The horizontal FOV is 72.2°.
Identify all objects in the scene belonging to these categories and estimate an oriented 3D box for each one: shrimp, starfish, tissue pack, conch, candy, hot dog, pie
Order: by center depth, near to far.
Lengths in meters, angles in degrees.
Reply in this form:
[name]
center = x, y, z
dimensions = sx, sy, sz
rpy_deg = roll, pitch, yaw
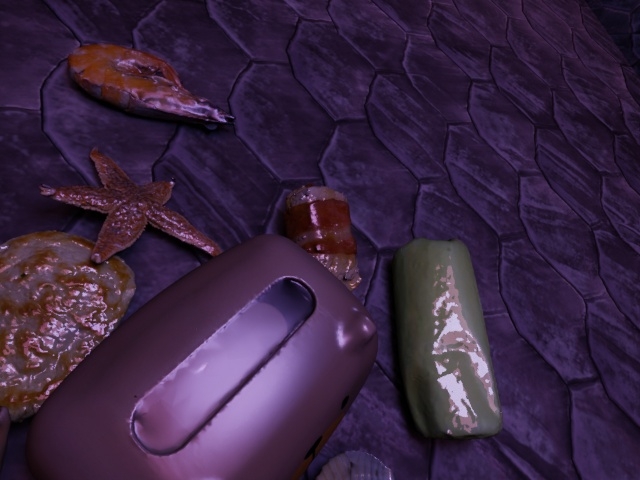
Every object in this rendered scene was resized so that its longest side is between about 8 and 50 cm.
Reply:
[tissue pack]
center = -0.114, 0.174, 0.527
dimensions = 0.267, 0.277, 0.387
rpy_deg = 44, 55, 8
[pie]
center = -0.367, 0.098, 0.572
dimensions = 0.201, 0.090, 0.248
rpy_deg = 25, 57, -3
[conch]
center = 0.040, 0.367, 0.589
dimensions = 0.135, 0.102, 0.153
rpy_deg = 45, 22, 18
[starfish]
center = -0.293, -0.041, 0.678
dimensions = 0.295, 0.048, 0.231
rpy_deg = 40, 31, 3
[candy]
center = 0.208, 0.156, 0.756
dimensions = 0.142, 0.132, 0.344
rpy_deg = 17, 57, -32
[hot dog]
center = 0.000, 0.000, 0.778
dimensions = 0.146, 0.103, 0.213
rpy_deg = 12, 67, -41
[shrimp]
center = -0.305, -0.293, 0.829
dimensions = 0.316, 0.062, 0.164
rpy_deg = 19, 55, -10

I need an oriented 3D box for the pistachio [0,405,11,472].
[pistachio]
center = -0.394, 0.239, 0.433
dimensions = 0.126, 0.152, 0.223
rpy_deg = 39, 97, -13
